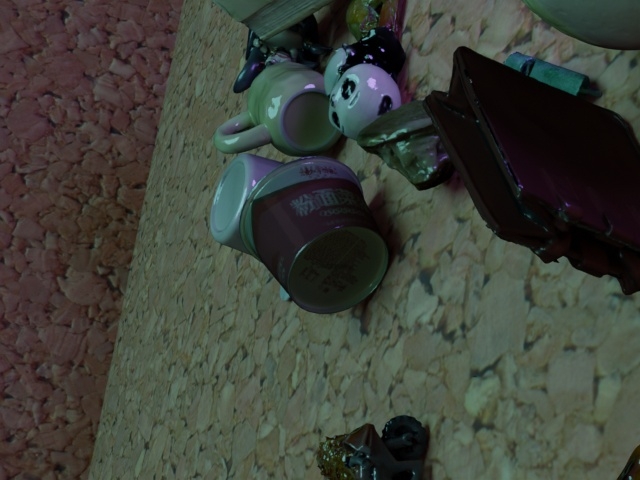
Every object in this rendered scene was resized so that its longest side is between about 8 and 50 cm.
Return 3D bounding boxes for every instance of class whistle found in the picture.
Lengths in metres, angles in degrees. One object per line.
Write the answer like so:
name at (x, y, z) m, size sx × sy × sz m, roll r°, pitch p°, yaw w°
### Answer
whistle at (0.303, -0.215, 1.157) m, size 0.039 × 0.039 × 0.186 m, roll -67°, pitch 25°, yaw 14°

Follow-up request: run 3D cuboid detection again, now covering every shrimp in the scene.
shrimp at (0.112, -0.429, 1.685) m, size 0.145 × 0.061 × 0.267 m, roll -45°, pitch 34°, yaw 32°

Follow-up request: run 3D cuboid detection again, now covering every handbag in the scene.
handbag at (0.250, -0.074, 0.912) m, size 0.084 × 0.260 × 0.275 m, roll -54°, pitch 32°, yaw 32°

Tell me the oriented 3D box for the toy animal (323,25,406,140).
toy animal at (0.078, -0.267, 1.553) m, size 0.166 × 0.138 × 0.179 m, roll 109°, pitch 167°, yaw -49°

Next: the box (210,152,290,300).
box at (-0.101, -0.039, 1.710) m, size 0.291 × 0.206 × 0.262 m, roll -62°, pitch 26°, yaw 19°

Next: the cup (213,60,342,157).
cup at (-0.088, -0.265, 1.767) m, size 0.202 × 0.255 × 0.173 m, roll -130°, pitch 40°, yaw -63°

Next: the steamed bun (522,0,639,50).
steamed bun at (0.323, -0.325, 0.913) m, size 0.309 × 0.309 × 0.309 m, roll -44°, pitch 37°, yaw 48°

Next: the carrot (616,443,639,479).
carrot at (0.290, 0.277, 0.872) m, size 0.190 × 0.037 × 0.037 m, roll -65°, pitch 25°, yaw 22°

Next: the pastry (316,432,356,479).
pastry at (0.038, 0.340, 1.341) m, size 0.169 × 0.063 × 0.087 m, roll -17°, pitch 62°, yaw 61°

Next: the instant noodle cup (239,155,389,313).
instant noodle cup at (0.000, 0.000, 1.470) m, size 0.234 × 0.235 × 0.178 m, roll -62°, pitch 36°, yaw 23°

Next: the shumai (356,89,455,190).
shumai at (0.163, -0.147, 1.333) m, size 0.201 × 0.201 × 0.120 m, roll 17°, pitch 131°, yaw 66°

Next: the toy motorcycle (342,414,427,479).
toy motorcycle at (0.078, 0.340, 1.188) m, size 0.084 × 0.118 × 0.212 m, roll 146°, pitch 135°, yaw -68°

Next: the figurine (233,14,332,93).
figurine at (-0.090, -0.423, 1.984) m, size 0.197 × 0.175 × 0.265 m, roll -29°, pitch 41°, yaw 64°

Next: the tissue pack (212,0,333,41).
tissue pack at (-0.026, -0.626, 1.793) m, size 0.380 × 0.207 × 0.297 m, roll -21°, pitch 45°, yaw 40°
